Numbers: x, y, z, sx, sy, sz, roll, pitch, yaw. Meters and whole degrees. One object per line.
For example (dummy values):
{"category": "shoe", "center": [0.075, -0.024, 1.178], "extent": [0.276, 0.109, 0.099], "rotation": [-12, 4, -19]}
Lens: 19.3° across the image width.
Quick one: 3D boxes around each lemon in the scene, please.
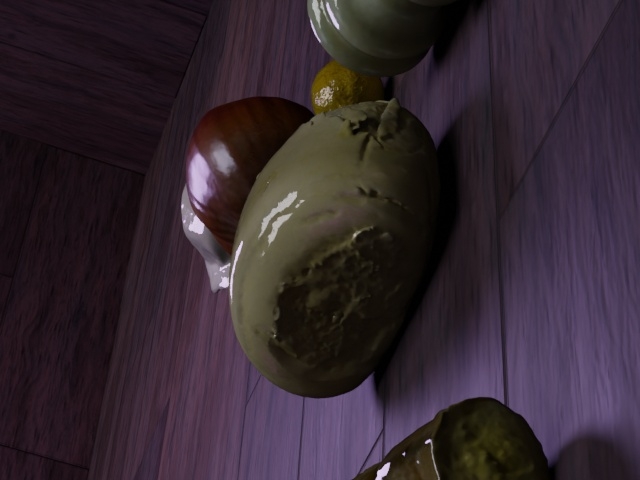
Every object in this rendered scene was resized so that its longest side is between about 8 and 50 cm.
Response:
{"category": "lemon", "center": [0.030, -0.158, 2.068], "extent": [0.110, 0.082, 0.082], "rotation": [-89, 19, -56]}

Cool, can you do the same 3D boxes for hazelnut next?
{"category": "hazelnut", "center": [-0.054, -0.065, 2.145], "extent": [0.186, 0.210, 0.210], "rotation": [-51, -3, -34]}

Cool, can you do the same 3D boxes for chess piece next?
{"category": "chess piece", "center": [0.097, -0.274, 1.805], "extent": [0.251, 0.144, 0.144], "rotation": [137, 149, -59]}

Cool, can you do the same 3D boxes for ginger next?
{"category": "ginger", "center": [0.065, 0.196, 1.283], "extent": [0.109, 0.116, 0.263], "rotation": [61, 147, 13]}

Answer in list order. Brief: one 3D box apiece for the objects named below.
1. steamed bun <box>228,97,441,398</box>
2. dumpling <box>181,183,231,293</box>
{"category": "steamed bun", "center": [0.000, 0.000, 1.744], "extent": [0.232, 0.166, 0.273], "rotation": [-90, 20, -53]}
{"category": "dumpling", "center": [-0.117, -0.035, 2.511], "extent": [0.162, 0.132, 0.250], "rotation": [-55, 34, 33]}
